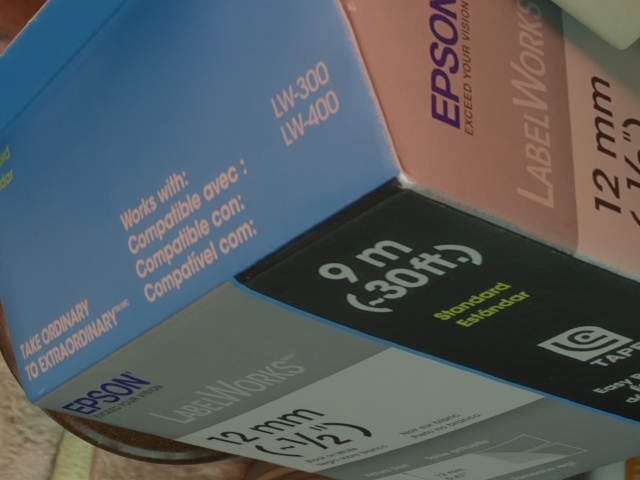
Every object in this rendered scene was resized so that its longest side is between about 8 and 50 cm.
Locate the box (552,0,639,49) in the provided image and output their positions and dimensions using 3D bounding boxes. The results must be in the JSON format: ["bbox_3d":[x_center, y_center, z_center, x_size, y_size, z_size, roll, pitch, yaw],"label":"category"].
[{"bbox_3d":[0.014,-0.213,0.369,0.311,0.148,0.121,33,127,-18],"label":"box"}]

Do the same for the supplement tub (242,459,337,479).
[{"bbox_3d":[0.016,0.280,0.666,0.228,0.316,0.228,7,134,8],"label":"supplement tub"}]

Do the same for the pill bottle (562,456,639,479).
[{"bbox_3d":[0.236,0.145,0.660,0.216,0.121,0.121,9,131,0],"label":"pill bottle"}]

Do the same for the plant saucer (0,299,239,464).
[{"bbox_3d":[-0.089,0.065,0.690,0.198,0.036,0.198,3,131,4],"label":"plant saucer"}]

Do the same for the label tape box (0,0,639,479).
[{"bbox_3d":[0.000,0.000,0.479,0.348,0.115,0.249,18,150,-31],"label":"label tape box"}]
